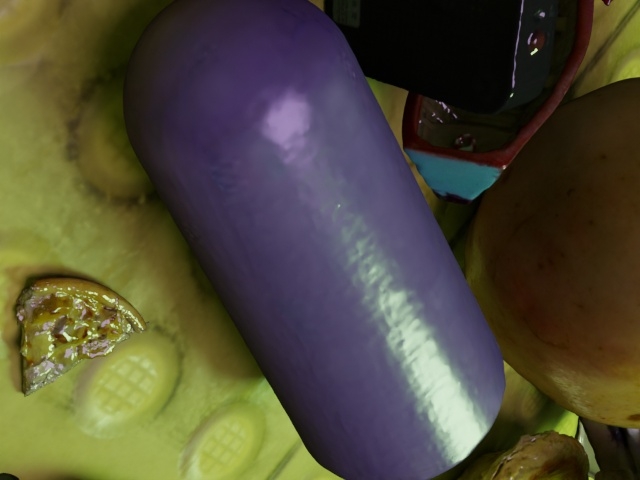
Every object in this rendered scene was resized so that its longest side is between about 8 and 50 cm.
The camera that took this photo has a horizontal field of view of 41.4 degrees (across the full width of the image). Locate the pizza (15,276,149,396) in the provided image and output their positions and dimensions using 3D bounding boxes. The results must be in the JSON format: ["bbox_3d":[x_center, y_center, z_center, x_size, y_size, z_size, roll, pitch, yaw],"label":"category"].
[{"bbox_3d":[-0.199,0.083,0.675,0.123,0.026,0.108,30,92,-49],"label":"pizza"}]

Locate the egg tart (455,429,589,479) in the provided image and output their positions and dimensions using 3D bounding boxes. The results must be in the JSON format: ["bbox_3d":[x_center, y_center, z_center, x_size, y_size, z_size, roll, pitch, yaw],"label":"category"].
[{"bbox_3d":[0.264,0.398,1.225,0.319,0.128,0.318,-20,121,-38],"label":"egg tart"}]

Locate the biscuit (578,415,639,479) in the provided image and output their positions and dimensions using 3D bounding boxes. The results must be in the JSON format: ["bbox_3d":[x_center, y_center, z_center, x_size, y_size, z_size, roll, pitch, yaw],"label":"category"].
[{"bbox_3d":[0.445,0.315,1.207,0.115,0.366,0.268,-21,137,19],"label":"biscuit"}]

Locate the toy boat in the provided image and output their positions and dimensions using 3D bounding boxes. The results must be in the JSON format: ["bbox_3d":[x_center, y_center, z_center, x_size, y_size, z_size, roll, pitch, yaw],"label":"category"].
[{"bbox_3d":[0.181,-0.184,0.790,0.079,0.136,0.392,82,30,-45],"label":"toy boat"}]

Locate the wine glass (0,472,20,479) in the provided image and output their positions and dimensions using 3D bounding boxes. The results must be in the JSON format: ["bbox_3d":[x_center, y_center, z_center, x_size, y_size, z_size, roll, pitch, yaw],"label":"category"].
[{"bbox_3d":[-0.197,0.258,0.723,0.202,0.093,0.093,34,87,-49],"label":"wine glass"}]

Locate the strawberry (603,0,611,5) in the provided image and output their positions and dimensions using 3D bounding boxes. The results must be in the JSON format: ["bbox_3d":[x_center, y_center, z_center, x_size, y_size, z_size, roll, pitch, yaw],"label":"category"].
[{"bbox_3d":[0.342,-0.352,0.847,0.228,0.098,0.174,94,21,-51],"label":"strawberry"}]

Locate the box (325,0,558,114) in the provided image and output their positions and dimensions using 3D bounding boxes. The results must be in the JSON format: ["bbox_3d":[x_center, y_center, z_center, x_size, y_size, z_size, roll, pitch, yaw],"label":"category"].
[{"bbox_3d":[0.089,-0.280,0.615,0.058,0.211,0.350,-19,123,-34],"label":"box"}]

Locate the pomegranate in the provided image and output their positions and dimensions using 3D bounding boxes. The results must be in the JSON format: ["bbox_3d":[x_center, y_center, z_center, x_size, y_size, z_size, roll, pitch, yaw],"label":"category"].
[{"bbox_3d":[0.357,0.008,0.938,0.412,0.412,0.411,-22,126,-35],"label":"pomegranate"}]

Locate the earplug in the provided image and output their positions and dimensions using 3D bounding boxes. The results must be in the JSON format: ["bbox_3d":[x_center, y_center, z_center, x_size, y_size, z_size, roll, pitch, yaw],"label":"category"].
[{"bbox_3d":[0.000,0.000,0.695,0.215,0.215,0.455,-44,133,-18],"label":"earplug"}]

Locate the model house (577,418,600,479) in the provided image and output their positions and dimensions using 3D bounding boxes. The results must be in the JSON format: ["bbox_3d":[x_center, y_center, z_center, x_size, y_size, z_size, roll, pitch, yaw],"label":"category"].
[{"bbox_3d":[0.602,0.311,1.433,0.237,0.237,0.202,-22,119,-40],"label":"model house"}]
